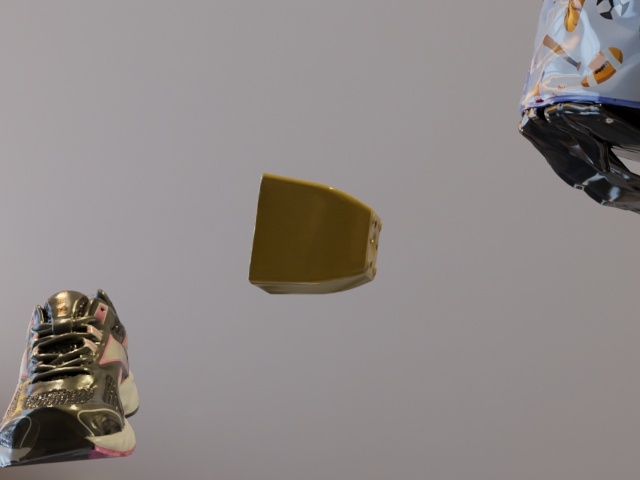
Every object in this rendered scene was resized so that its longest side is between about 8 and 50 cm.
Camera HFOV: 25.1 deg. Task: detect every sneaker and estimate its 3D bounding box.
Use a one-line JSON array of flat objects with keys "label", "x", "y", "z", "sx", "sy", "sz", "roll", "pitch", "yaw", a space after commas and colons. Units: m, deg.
[{"label": "sneaker", "x": -0.134, "y": 0.067, "z": 0.747, "sx": 0.072, "sy": 0.178, "sz": 0.077, "roll": -6, "pitch": -83, "yaw": -7}]

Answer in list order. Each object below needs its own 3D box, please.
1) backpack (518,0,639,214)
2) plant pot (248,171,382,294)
[{"label": "backpack", "x": 0.270, "y": -0.118, "z": 0.940, "sx": 0.263, "sy": 0.213, "sz": 0.276, "roll": 4, "pitch": -6, "yaw": -14}, {"label": "plant pot", "x": 0.000, "y": 0.000, "z": 1.057, "sx": 0.083, "sy": 0.081, "sz": 0.081, "roll": 6, "pitch": -8, "yaw": 11}]
